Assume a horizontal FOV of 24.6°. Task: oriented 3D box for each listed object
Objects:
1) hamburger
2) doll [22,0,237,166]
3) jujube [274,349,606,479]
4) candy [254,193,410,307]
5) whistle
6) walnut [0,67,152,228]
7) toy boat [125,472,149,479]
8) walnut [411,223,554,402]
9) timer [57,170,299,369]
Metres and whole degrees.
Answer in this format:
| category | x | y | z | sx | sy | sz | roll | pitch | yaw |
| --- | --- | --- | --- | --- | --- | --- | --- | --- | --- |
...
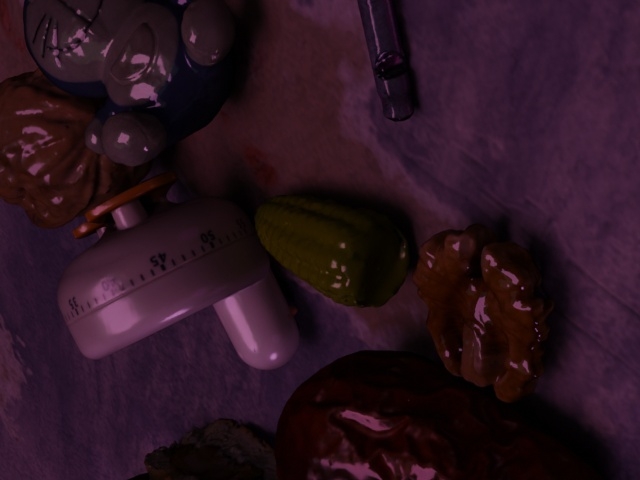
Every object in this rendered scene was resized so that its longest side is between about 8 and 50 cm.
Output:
| category | x | y | z | sx | sy | sz | roll | pitch | yaw |
| --- | --- | --- | --- | --- | --- | --- | --- | --- | --- |
| hamburger | -0.098 | 0.353 | 1.810 | 0.309 | 0.132 | 0.211 | 11 | 126 | 62 |
| doll | -0.201 | -0.213 | 1.513 | 0.258 | 0.154 | 0.228 | 39 | 109 | 18 |
| jujube | 0.119 | 0.227 | 1.388 | 0.342 | 0.216 | 0.216 | 23 | 132 | 35 |
| candy | 0.000 | 0.000 | 1.461 | 0.209 | 0.097 | 0.096 | 25 | 134 | 50 |
| whistle | 0.053 | -0.189 | 1.292 | 0.033 | 0.033 | 0.176 | 15 | 127 | 48 |
| walnut | -0.296 | -0.112 | 1.674 | 0.245 | 0.198 | 0.198 | -5 | 111 | 60 |
| toy boat | -0.249 | 0.374 | 1.937 | 0.079 | 0.136 | 0.392 | 31 | 174 | 6 |
| walnut | 0.151 | 0.059 | 1.319 | 0.143 | 0.069 | 0.170 | 29 | 137 | 37 |
| timer | -0.158 | 0.061 | 1.591 | 0.233 | 0.233 | 0.240 | -27 | 90 | 57 |
